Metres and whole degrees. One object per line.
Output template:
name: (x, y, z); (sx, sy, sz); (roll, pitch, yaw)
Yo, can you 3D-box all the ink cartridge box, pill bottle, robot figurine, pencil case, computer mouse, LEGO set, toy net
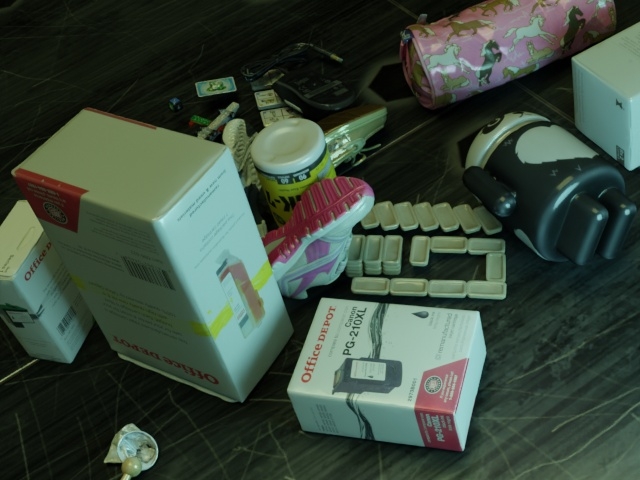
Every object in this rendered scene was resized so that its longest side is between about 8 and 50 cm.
ink cartridge box: (0.094, 0.182, 1.385); (0.237, 0.100, 0.172); (4, 49, 21)
pill bottle: (-0.029, -0.083, 1.600); (0.119, 0.208, 0.119); (-10, 45, 10)
ink cartridge box: (-0.438, 0.065, 1.588); (0.093, 0.219, 0.160); (6, 50, 23)
robot figurine: (0.341, -0.082, 1.499); (0.173, 0.209, 0.278); (-47, 47, 6)
pencil case: (0.335, -0.374, 1.797); (0.386, 0.167, 0.160); (-21, 12, -2)
computer mouse: (-0.009, -0.301, 1.917); (0.262, 0.060, 0.184); (29, 47, 35)
ink cartridge box: (-0.227, 0.026, 1.442); (0.279, 0.384, 0.160); (17, 52, 31)
LEGO set: (-0.167, -0.248, 1.931); (0.244, 0.060, 0.182); (-10, 44, -8)
toy net: (-0.246, 0.334, 1.392); (0.122, 0.045, 0.232); (-21, 45, -1)

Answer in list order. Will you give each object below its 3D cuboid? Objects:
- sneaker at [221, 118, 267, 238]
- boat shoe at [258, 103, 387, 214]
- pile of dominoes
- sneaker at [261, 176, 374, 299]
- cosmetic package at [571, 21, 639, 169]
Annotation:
sneaker: (-0.172, -0.081, 1.668); (0.153, 0.234, 0.094); (1, 14, 35)
boat shoe: (0.003, -0.150, 1.754); (0.285, 0.089, 0.104); (-31, 20, -15)
pile of dominoes: (0.166, 0.021, 1.576); (0.251, 0.040, 0.196); (2, 48, 9)
sneaker: (0.000, 0.000, 1.533); (0.252, 0.111, 0.103); (-40, 37, 30)
cosmetic package: (0.525, -0.242, 1.608); (0.184, 0.151, 0.151); (-27, 45, -10)
